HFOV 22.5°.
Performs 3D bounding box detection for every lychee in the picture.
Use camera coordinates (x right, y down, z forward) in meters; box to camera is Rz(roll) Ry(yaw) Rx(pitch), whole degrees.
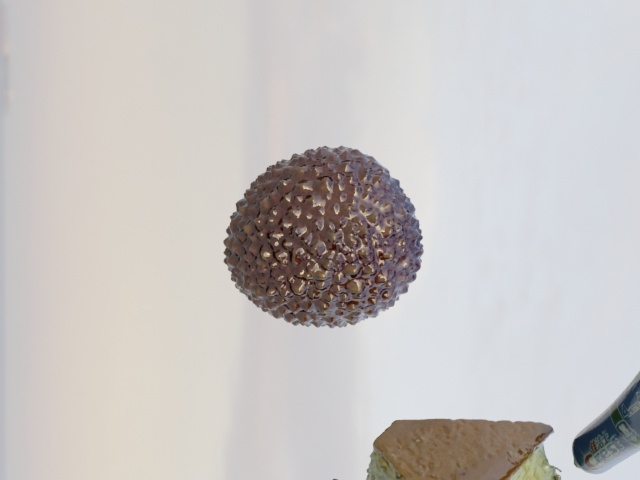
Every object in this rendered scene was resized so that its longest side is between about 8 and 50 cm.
[{"bbox_3d":[0.000,0.000,1.486,0.188,0.188,0.188,180,-90,-79],"label":"lychee"}]

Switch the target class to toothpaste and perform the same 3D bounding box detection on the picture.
[{"bbox_3d":[0.232,0.142,1.227,0.057,0.035,0.197,52,-24,11],"label":"toothpaste"}]

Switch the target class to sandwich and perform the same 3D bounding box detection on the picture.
[{"bbox_3d":[0.084,0.226,1.318,0.128,0.236,0.122,35,-39,26],"label":"sandwich"}]
